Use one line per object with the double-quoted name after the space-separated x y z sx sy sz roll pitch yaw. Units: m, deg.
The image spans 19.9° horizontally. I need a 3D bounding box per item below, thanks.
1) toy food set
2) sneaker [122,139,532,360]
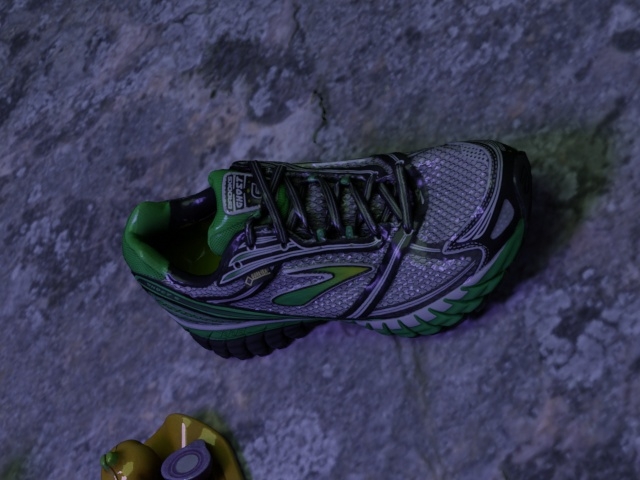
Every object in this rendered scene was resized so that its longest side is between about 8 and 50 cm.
-0.116 0.218 1.358 0.128 0.071 0.218 -40 46 14 "toy food set"
0.000 0.000 1.341 0.343 0.146 0.134 -17 55 31 "sneaker"
